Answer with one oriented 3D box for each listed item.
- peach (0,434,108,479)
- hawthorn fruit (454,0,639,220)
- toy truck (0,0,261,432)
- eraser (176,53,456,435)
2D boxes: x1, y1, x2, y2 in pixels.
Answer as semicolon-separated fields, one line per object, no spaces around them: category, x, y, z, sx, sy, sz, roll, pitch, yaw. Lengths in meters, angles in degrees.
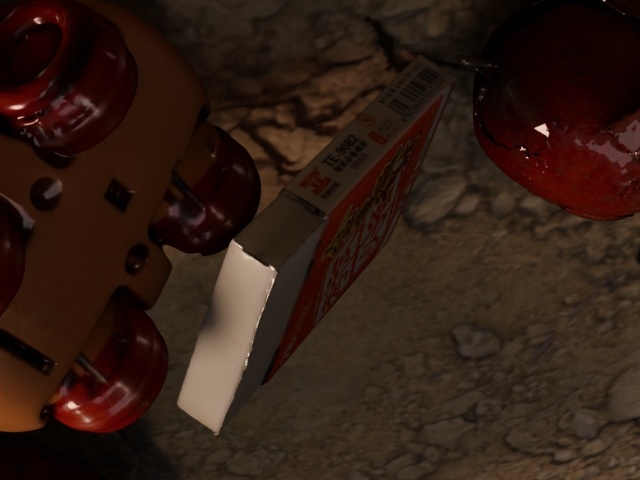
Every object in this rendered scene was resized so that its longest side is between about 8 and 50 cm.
peach;-0.283;0.302;1.141;0.310;0.335;0.406;-4;174;35
hawthorn fruit;0.161;-0.091;1.010;0.172;0.148;0.148;21;129;-15
toy truck;-0.195;-0.019;0.936;0.189;0.239;0.265;42;71;-48
eraser;0.000;0.000;1.009;0.230;0.038;0.157;-47;165;-44
